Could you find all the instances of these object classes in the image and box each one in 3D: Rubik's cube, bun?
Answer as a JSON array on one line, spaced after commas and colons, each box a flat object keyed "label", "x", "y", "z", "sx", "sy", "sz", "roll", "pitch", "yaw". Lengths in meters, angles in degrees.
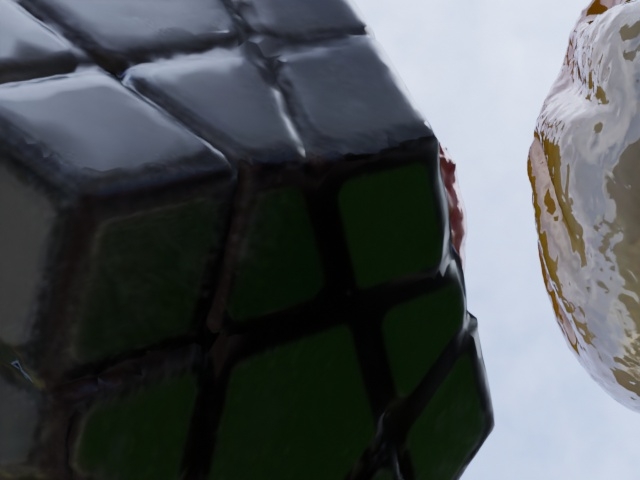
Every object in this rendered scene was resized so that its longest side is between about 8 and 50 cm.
[{"label": "Rubik's cube", "x": -0.099, "y": 0.023, "z": 0.488, "sx": 0.264, "sy": 0.319, "sz": 0.319, "roll": -20, "pitch": -61, "yaw": -10}, {"label": "bun", "x": 0.201, "y": -0.060, "z": 0.752, "sx": 0.299, "sy": 0.165, "sz": 0.299, "roll": -47, "pitch": -31, "yaw": -40}]

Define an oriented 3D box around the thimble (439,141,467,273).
[{"label": "thimble", "x": 0.004, "y": -0.005, "z": 0.939, "sx": 0.125, "sy": 0.163, "sz": 0.189, "roll": -6, "pitch": -74, "yaw": -55}]
